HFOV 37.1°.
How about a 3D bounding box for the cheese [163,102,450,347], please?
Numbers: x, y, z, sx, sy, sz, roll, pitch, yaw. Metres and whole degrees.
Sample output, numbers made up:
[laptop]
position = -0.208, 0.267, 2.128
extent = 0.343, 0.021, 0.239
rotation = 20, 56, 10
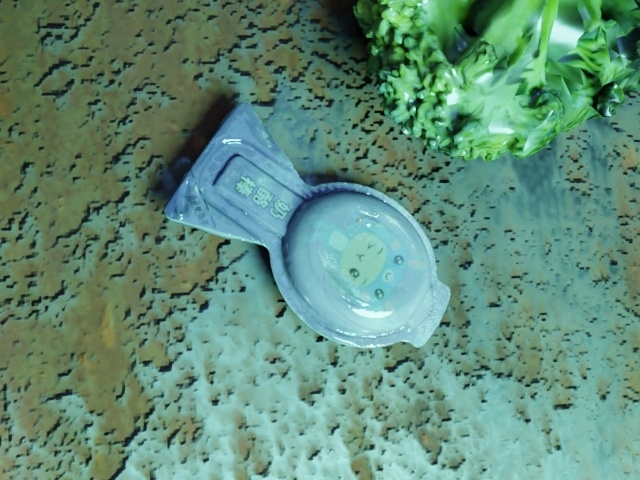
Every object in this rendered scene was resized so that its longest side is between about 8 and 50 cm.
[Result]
[cheese]
position = 0.000, 0.000, 0.612
extent = 0.191, 0.042, 0.105
rotation = 33, 70, -6

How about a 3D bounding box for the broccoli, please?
[broccoli]
position = 0.132, -0.161, 0.615
extent = 0.226, 0.176, 0.198
rotation = -35, 89, 15
